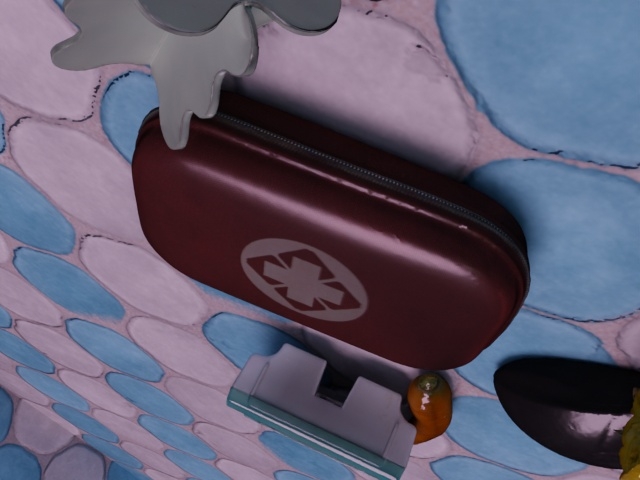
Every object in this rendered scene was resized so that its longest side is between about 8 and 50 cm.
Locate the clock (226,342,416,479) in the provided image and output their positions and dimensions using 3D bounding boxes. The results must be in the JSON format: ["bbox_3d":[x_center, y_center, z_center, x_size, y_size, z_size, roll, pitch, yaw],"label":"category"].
[{"bbox_3d":[0.010,0.258,1.039,0.262,0.116,0.231,24,163,9],"label":"clock"}]

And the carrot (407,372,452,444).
[{"bbox_3d":[0.153,0.259,1.005,0.066,0.062,0.271,-10,147,-1],"label":"carrot"}]

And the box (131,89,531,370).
[{"bbox_3d":[0.000,0.000,0.693,0.404,0.108,0.263,22,148,7],"label":"box"}]

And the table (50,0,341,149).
[{"bbox_3d":[-0.097,-0.167,0.496,0.167,0.166,0.198,37,155,-16],"label":"table"}]

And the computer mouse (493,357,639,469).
[{"bbox_3d":[0.322,0.205,0.779,0.270,0.086,0.137,3,142,30],"label":"computer mouse"}]

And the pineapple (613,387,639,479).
[{"bbox_3d":[0.358,0.134,0.619,0.080,0.135,0.233,36,139,1],"label":"pineapple"}]
